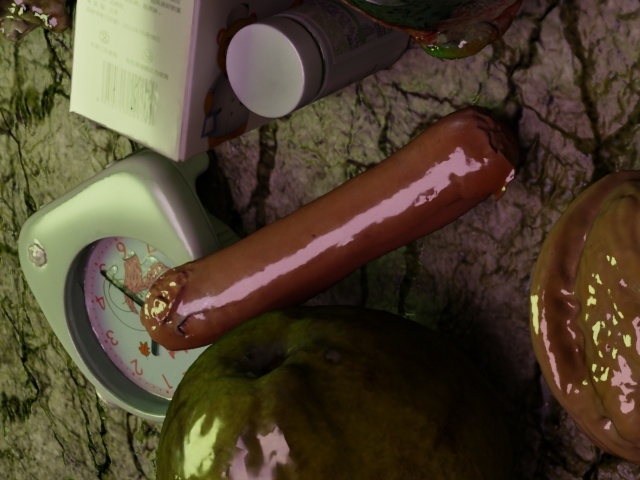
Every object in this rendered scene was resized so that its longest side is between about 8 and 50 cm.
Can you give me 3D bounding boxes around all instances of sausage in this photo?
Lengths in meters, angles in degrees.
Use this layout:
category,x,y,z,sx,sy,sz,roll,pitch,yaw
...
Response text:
category,x,y,z,sx,sy,sz,roll,pitch,yaw
sausage,0.000,0.000,1.438,0.419,0.094,0.094,-28,90,20

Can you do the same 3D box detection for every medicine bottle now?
category,x,y,z,sx,sy,sz,roll,pitch,yaw
medicine bottle,0.002,-0.176,1.367,0.086,0.183,0.086,15,117,31

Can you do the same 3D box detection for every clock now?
category,x,y,z,sx,sy,sz,roll,pitch,yaw
clock,-0.172,0.072,1.648,0.265,0.108,0.324,-25,95,38

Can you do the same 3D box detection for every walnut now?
category,x,y,z,sx,sy,sz,roll,pitch,yaw
walnut,0.290,0.062,1.247,0.257,0.257,0.224,63,166,-4

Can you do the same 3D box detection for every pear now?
category,x,y,z,sx,sy,sz,roll,pitch,yaw
pear,0.011,0.235,1.433,0.352,0.352,0.413,10,139,32

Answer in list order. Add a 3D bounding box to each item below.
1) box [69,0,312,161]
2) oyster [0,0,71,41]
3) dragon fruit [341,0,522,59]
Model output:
category,x,y,z,sx,sy,sz,roll,pitch,yaw
box,-0.096,-0.273,1.368,0.143,0.225,0.341,26,123,26
oyster,-0.422,-0.316,1.672,0.361,0.096,0.221,46,135,13
dragon fruit,0.089,-0.290,1.245,0.295,0.130,0.268,-25,102,15
